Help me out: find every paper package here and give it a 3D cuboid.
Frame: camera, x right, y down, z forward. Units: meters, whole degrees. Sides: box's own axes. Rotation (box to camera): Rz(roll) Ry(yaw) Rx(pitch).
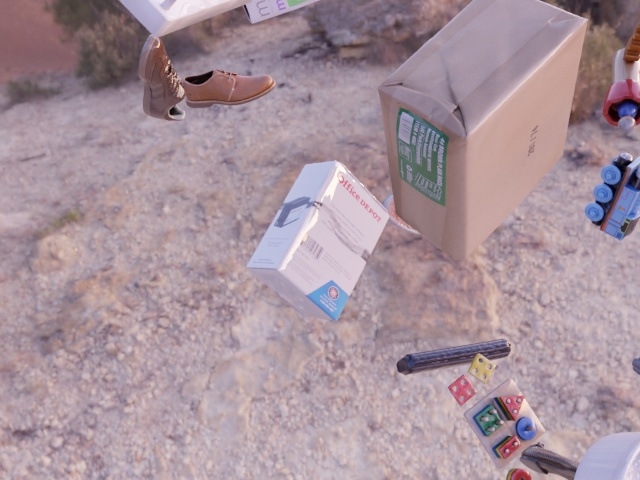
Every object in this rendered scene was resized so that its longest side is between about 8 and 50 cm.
[{"bbox_3d":[0.256,-0.181,1.184,0.168,0.325,0.309,35,68,28],"label":"paper package"}]

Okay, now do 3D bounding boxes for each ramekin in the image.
[{"bbox_3d":[0.590,0.479,1.346,0.277,0.277,0.135,-27,3,-27],"label":"ramekin"}]

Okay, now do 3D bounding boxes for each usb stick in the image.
[{"bbox_3d":[0.307,0.265,1.694,0.278,0.077,0.045,-6,74,-22],"label":"usb stick"}]

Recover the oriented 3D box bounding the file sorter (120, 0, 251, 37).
[{"bbox_3d":[-0.133,-0.331,0.563,0.173,0.278,0.193,-41,8,28],"label":"file sorter"}]

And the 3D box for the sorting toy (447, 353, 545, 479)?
[{"bbox_3d":[0.377,0.363,1.511,0.132,0.274,0.046,-32,-3,-20],"label":"sorting toy"}]

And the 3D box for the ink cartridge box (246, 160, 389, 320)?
[{"bbox_3d":[0.000,0.000,1.760,0.129,0.223,0.307,1,56,50],"label":"ink cartridge box"}]

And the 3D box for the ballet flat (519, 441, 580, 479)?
[{"bbox_3d":[0.523,0.469,1.544,0.058,0.084,0.250,-52,26,-22],"label":"ballet flat"}]

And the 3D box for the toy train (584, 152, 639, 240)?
[{"bbox_3d":[0.632,-0.094,1.562,0.105,0.184,0.080,33,45,27],"label":"toy train"}]

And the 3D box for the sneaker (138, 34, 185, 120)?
[{"bbox_3d":[-0.256,-0.267,1.236,0.071,0.188,0.066,17,64,-2],"label":"sneaker"}]

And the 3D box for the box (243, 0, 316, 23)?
[{"bbox_3d":[-0.097,-0.489,1.089,0.126,0.262,0.231,-18,33,5],"label":"box"}]

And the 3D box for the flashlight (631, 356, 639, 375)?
[{"bbox_3d":[0.615,0.259,1.103,0.103,0.103,0.304,-12,40,-43],"label":"flashlight"}]

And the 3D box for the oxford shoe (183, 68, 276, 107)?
[{"bbox_3d":[-0.207,-0.351,1.675,0.212,0.076,0.076,-8,42,2],"label":"oxford shoe"}]

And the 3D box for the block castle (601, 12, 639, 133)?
[{"bbox_3d":[0.759,-0.295,1.310,0.453,0.303,0.213,11,59,6],"label":"block castle"}]

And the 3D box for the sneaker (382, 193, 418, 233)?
[{"bbox_3d":[0.280,-0.074,2.032,0.302,0.108,0.121,8,7,-29],"label":"sneaker"}]
